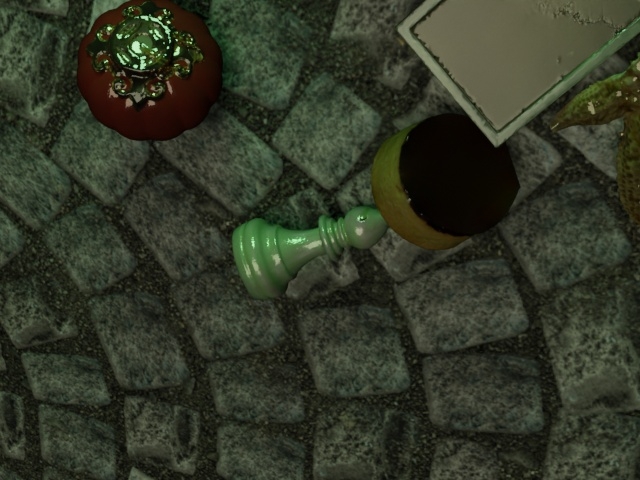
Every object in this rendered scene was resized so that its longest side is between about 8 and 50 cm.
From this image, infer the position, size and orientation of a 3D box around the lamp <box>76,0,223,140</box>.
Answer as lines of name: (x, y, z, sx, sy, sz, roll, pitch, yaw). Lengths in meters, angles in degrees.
lamp: (-0.264, -0.263, 1.339, 0.226, 0.227, 0.227, 8, 117, 16)

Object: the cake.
cake: (0.171, -0.075, 1.292, 0.207, 0.185, 0.178, 16, 163, -9)

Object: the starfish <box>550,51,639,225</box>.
starfish: (0.527, -0.199, 1.131, 0.324, 0.082, 0.432, 40, 122, -8)

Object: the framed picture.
framed picture: (0.285, -0.306, 1.182, 0.293, 0.018, 0.231, -39, 97, 17)

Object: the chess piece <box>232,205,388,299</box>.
chess piece: (0.000, 0.000, 1.425, 0.271, 0.139, 0.139, -18, 108, 14)
